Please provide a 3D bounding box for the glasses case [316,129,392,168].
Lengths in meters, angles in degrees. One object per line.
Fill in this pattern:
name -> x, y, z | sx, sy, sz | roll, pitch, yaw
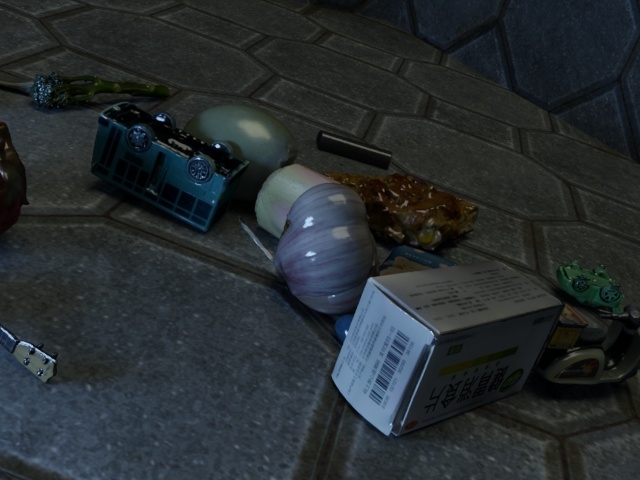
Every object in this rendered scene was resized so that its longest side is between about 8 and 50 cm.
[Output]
glasses case -> 0.085, -0.230, 2.136 | 0.190, 0.042, 0.072 | 16, 16, -8

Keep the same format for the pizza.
pizza -> 0.166, -0.068, 1.777 | 0.408, 0.114, 0.278 | 9, 21, -17

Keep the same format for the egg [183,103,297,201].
egg -> -0.162, -0.176, 1.647 | 0.217, 0.183, 0.183 | 32, 25, 5

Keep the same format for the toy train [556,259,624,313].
toy train -> 0.557, 0.100, 1.754 | 0.149, 0.081, 0.099 | 11, 25, -6

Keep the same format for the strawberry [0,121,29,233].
strawberry -> -0.584, -0.072, 1.181 | 0.336, 0.149, 0.265 | -6, 40, -26

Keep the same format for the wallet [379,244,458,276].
wallet -> 0.166, 0.076, 1.520 | 0.141, 0.059, 0.202 | 18, 21, 13

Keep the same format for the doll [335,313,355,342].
doll -> 0.061, 0.138, 1.322 | 0.083, 0.051, 0.076 | 4, 24, -28

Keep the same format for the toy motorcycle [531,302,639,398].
toy motorcycle -> 0.449, 0.177, 1.402 | 0.263, 0.157, 0.091 | 4, 30, -28

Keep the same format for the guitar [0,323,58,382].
guitar -> -0.424, 0.087, 1.041 | 0.271, 0.084, 0.038 | 30, 23, 8

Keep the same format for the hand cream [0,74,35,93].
hand cream -> -0.665, -0.336, 1.807 | 0.165, 0.037, 0.057 | 9, 25, -6

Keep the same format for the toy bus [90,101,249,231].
toy bus -> -0.275, -0.133, 1.519 | 0.256, 0.147, 0.128 | 26, 23, 3

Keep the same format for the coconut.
coconut -> -0.029, -0.055, 1.555 | 0.152, 0.147, 0.147 | 28, 25, 24

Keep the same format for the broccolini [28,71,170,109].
broccolini -> -0.487, -0.328, 1.907 | 0.074, 0.079, 0.392 | 19, 14, 26

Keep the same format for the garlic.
garlic -> 0.000, 0.000, 1.421 | 0.207, 0.207, 0.256 | -5, 21, -44

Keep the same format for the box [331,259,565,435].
box -> 0.187, 0.146, 1.244 | 0.332, 0.173, 0.145 | -6, 32, -45
